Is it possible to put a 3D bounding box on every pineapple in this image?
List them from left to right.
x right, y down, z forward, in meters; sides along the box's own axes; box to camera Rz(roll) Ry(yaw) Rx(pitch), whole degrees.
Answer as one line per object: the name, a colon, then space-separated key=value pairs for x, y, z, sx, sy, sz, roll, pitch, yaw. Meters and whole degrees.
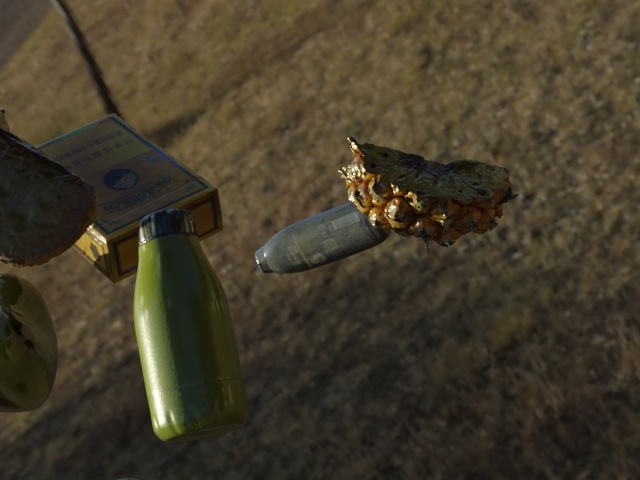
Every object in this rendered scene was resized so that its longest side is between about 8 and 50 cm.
pineapple: x=0.134 y=-0.054 z=1.694 sx=0.233 sy=0.079 sz=0.135 roll=7 pitch=44 yaw=2

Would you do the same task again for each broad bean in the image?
broad bean: x=-0.426 y=0.143 z=1.854 sx=0.121 sy=0.189 sz=0.263 roll=-20 pitch=14 yaw=16

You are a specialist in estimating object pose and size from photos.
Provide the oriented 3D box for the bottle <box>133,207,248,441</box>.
bottle: x=-0.157 y=0.094 z=1.529 sx=0.112 sy=0.260 sz=0.112 roll=-11 pitch=-14 yaw=-3

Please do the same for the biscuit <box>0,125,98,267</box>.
biscuit: x=-0.313 y=-0.055 z=1.239 sx=0.247 sy=0.029 sz=0.118 roll=31 pitch=63 yaw=26

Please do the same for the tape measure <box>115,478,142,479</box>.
tape measure: x=-0.347 y=0.429 z=1.830 sx=0.330 sy=0.084 sz=0.164 roll=-16 pitch=48 yaw=12

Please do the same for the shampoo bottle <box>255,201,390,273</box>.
shampoo bottle: x=0.000 y=0.000 z=2.226 sx=0.233 sy=0.087 sz=0.049 roll=-21 pitch=23 yaw=23

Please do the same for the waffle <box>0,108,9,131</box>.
waffle: x=-0.530 y=-0.040 z=1.561 sx=0.382 sy=0.380 sz=0.095 roll=-11 pitch=62 yaw=-12

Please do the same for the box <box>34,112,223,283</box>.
box: x=-0.309 y=-0.071 z=1.998 sx=0.193 sy=0.084 sz=0.301 roll=-28 pitch=42 yaw=-27
